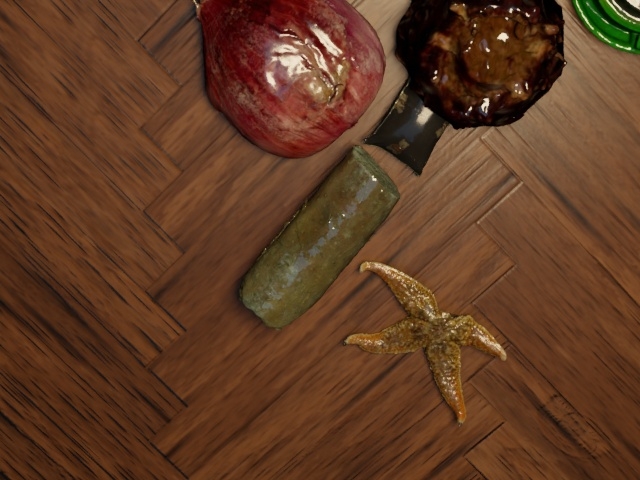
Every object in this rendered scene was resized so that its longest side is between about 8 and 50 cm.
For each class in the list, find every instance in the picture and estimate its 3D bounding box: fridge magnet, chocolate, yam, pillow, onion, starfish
[{"bbox_3d":[0.417,-0.338,1.230,0.208,0.088,0.208,2,102,8],"label":"fridge magnet"},{"bbox_3d":[0.213,-0.242,1.195,0.224,0.177,0.206,-1,94,-5],"label":"chocolate"},{"bbox_3d":[0.000,0.000,1.332,0.106,0.106,0.259,39,103,-6],"label":"yam"},{"bbox_3d":[0.133,-0.170,1.310,0.090,0.048,0.150,32,103,4],"label":"pillow"},{"bbox_3d":[-0.061,-0.240,1.270,0.283,0.120,0.227,38,98,-5],"label":"onion"},{"bbox_3d":[0.137,0.136,1.387,0.247,0.050,0.138,35,104,2],"label":"starfish"}]
